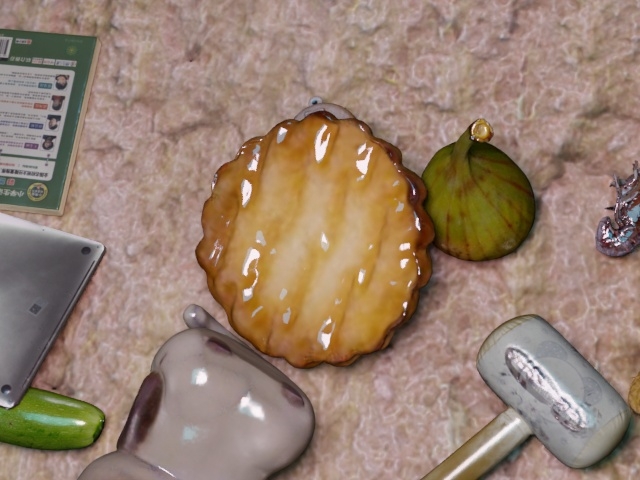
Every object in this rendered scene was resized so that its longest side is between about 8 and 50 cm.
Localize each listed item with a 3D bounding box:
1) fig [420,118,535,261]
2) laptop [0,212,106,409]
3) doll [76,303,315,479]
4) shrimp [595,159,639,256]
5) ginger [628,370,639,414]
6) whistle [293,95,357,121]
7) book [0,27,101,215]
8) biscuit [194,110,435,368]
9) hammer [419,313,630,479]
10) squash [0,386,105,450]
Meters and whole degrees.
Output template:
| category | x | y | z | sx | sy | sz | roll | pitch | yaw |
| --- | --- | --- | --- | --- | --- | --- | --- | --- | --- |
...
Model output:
| category | x | y | z | sx | sy | sz | roll | pitch | yaw |
| --- | --- | --- | --- | --- | --- | --- | --- | --- | --- |
| fig | 0.175 | -0.068 | 1.721 | 0.151 | 0.259 | 0.151 | -6 | 70 | 17 |
| laptop | -0.423 | 0.084 | 1.859 | 0.187 | 0.015 | 0.269 | 16 | 58 | 15 |
| doll | -0.161 | 0.270 | 1.700 | 0.215 | 0.226 | 0.370 | 34 | 74 | -18 |
| shrimp | 0.396 | -0.055 | 1.787 | 0.065 | 0.056 | 0.165 | 12 | 73 | 19 |
| ginger | 0.507 | 0.157 | 1.696 | 0.236 | 0.166 | 0.375 | -22 | 39 | 39 |
| whistle | 0.013 | -0.092 | 1.861 | 0.107 | 0.057 | 0.220 | -15 | 74 | 10 |
| book | -0.430 | -0.171 | 1.973 | 0.202 | 0.027 | 0.264 | 6 | 74 | 10 |
| biscuit | 0.000 | 0.000 | 1.774 | 0.325 | 0.107 | 0.326 | 0 | 90 | 29 |
| hammer | 0.210 | 0.248 | 1.706 | 0.305 | 0.113 | 0.202 | -43 | 69 | 1 |
| squash | -0.417 | 0.219 | 1.824 | 0.292 | 0.082 | 0.082 | 14 | 76 | 12 |
